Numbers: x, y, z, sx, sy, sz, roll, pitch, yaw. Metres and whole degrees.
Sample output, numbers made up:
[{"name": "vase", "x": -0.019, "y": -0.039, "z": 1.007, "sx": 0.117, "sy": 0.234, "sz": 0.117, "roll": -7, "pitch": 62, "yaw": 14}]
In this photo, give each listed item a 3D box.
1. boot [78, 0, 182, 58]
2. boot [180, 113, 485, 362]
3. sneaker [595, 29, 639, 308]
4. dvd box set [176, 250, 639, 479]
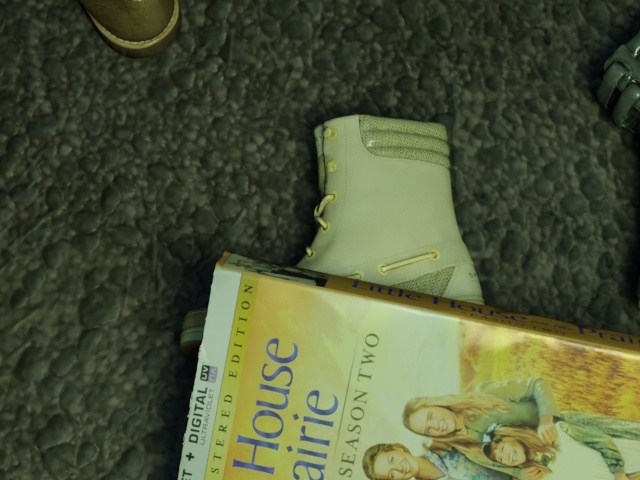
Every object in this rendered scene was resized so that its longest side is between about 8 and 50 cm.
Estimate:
[{"name": "boot", "x": -0.238, "y": -0.308, "z": 1.417, "sx": 0.112, "sy": 0.115, "sz": 0.305, "roll": -40, "pitch": 76, "yaw": -10}, {"name": "boot", "x": 0.000, "y": 0.000, "z": 1.328, "sx": 0.262, "sy": 0.095, "sz": 0.203, "roll": -8, "pitch": 73, "yaw": -5}, {"name": "sneaker", "x": 0.294, "y": -0.078, "z": 1.356, "sx": 0.147, "sy": 0.104, "sz": 0.296, "roll": 24, "pitch": 68, "yaw": 9}, {"name": "dvd box set", "x": 0.098, "y": 0.198, "z": 1.214, "sx": 0.420, "sy": 0.062, "sz": 0.307, "roll": 12, "pitch": 101, "yaw": 3}]
